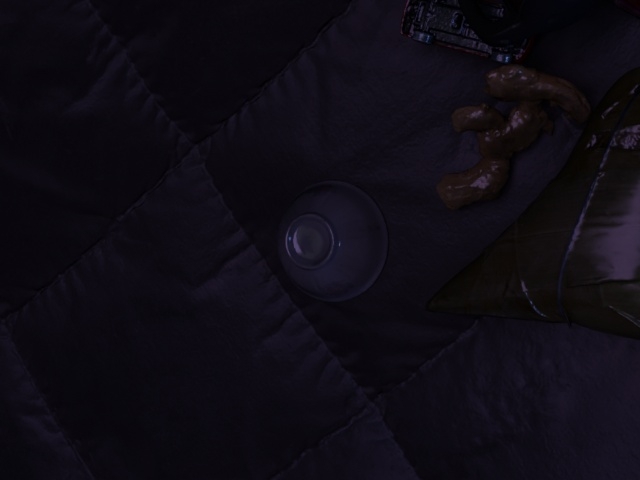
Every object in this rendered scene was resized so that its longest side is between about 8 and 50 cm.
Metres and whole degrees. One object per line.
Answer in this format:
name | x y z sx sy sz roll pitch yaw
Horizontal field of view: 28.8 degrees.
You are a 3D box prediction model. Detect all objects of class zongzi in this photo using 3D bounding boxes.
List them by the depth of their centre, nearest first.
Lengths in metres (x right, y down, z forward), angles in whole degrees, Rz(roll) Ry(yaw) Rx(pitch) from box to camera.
zongzi | 0.330 -0.054 1.674 0.393 0.174 0.356 4 88 31

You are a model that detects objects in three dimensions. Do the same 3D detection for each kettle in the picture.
kettle | 0.263 -0.380 1.652 0.202 0.144 0.232 -27 57 23

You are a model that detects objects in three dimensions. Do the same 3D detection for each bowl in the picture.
bowl | 0.000 0.000 1.871 0.189 0.086 0.189 0 89 25

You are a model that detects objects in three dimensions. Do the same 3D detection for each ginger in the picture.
ginger | 0.244 -0.150 1.749 0.149 0.065 0.259 42 118 -14

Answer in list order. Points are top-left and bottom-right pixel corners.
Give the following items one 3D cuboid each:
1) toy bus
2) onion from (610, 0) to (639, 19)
toy bus | 0.216 -0.301 1.763 0.195 0.089 0.081 18 97 25
onion | 0.470 -0.384 1.628 0.283 0.120 0.227 49 114 17
